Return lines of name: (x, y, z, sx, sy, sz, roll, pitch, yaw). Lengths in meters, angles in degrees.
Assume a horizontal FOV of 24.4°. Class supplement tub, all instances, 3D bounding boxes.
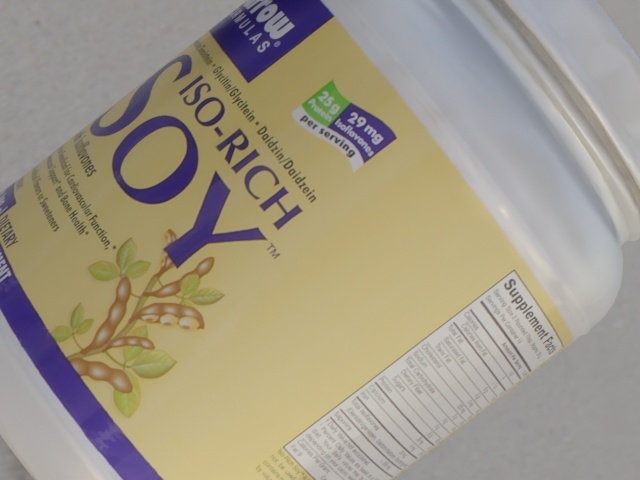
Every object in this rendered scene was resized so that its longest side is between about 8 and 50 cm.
supplement tub: (0.000, 0.000, 0.759, 0.241, 0.331, 0.241, 52, 2, -2)
